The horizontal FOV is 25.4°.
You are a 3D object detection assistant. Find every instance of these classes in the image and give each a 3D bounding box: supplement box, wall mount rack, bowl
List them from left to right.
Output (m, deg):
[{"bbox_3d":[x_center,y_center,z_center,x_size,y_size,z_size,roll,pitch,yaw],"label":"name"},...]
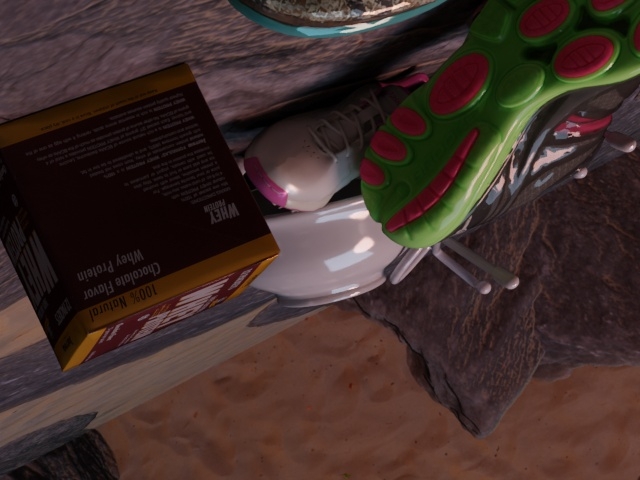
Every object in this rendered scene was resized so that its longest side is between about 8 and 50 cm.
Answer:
[{"bbox_3d":[-0.174,-0.020,1.256,0.191,0.194,0.129,-23,170,-26],"label":"supplement box"},{"bbox_3d":[0.000,0.000,1.774,0.298,0.134,0.298,-12,-171,2],"label":"bowl"},{"bbox_3d":[0.238,-0.052,1.712,0.350,0.130,0.304,-50,175,-3],"label":"wall mount rack"}]

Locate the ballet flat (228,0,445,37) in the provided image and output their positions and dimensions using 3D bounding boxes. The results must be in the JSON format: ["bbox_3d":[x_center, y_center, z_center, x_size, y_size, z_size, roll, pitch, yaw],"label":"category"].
[{"bbox_3d":[0.116,-0.269,0.911,0.483,0.164,0.182,-26,152,-47],"label":"ballet flat"}]

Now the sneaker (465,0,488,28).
[{"bbox_3d":[0.214,-0.245,1.560,0.119,0.057,0.047,-22,173,-28],"label":"sneaker"}]

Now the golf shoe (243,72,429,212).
[{"bbox_3d":[0.029,-0.124,1.607,0.140,0.115,0.306,-44,171,35],"label":"golf shoe"}]

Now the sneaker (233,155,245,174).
[{"bbox_3d":[-0.119,-0.080,1.593,0.098,0.038,0.069,-24,172,-25],"label":"sneaker"}]

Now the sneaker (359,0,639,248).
[{"bbox_3d":[0.246,-0.176,1.521,0.483,0.185,0.202,-39,162,26],"label":"sneaker"}]
